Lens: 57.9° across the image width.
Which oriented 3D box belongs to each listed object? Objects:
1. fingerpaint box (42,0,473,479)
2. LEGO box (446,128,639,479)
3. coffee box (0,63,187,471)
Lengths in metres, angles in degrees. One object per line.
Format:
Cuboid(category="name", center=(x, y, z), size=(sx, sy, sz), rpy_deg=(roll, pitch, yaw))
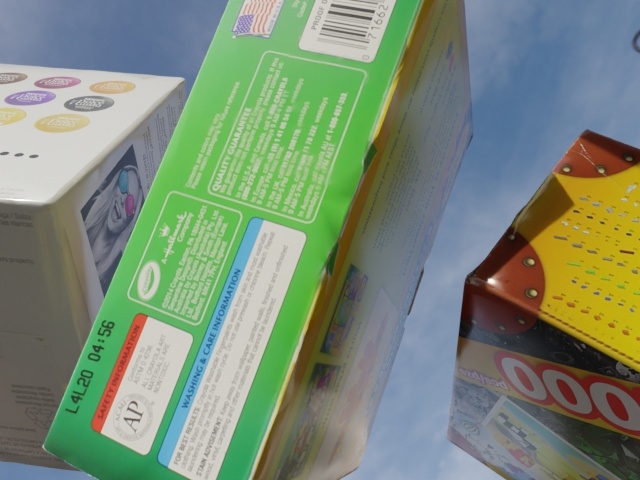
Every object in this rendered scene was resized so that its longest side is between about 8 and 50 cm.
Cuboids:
Cuboid(category="fingerpaint box", center=(0.000, 0.000, 0.563), size=(0.444, 0.163, 0.371), rpy_deg=(-70, -20, -7))
Cuboid(category="LEGO box", center=(0.374, 0.182, 0.481), size=(0.193, 0.500, 0.372), rpy_deg=(-47, -31, -23))
Cuboid(category="coffee box", center=(-0.353, 0.009, 0.673), size=(0.338, 0.334, 0.338), rpy_deg=(6, -57, 5))
